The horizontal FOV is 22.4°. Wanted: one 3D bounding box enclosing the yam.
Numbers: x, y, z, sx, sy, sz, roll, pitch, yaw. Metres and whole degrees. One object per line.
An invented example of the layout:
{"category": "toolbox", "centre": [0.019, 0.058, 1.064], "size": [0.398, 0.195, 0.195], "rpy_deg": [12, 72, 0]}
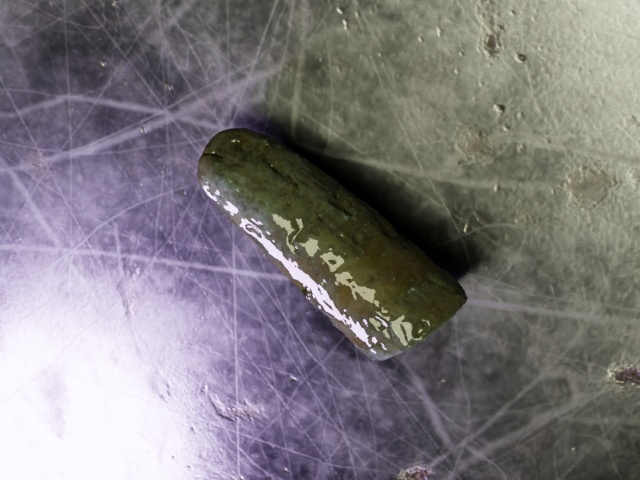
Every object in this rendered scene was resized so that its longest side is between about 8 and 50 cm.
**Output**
{"category": "yam", "centre": [0.000, 0.000, 1.774], "size": [0.330, 0.133, 0.133], "rpy_deg": [40, 121, 5]}
